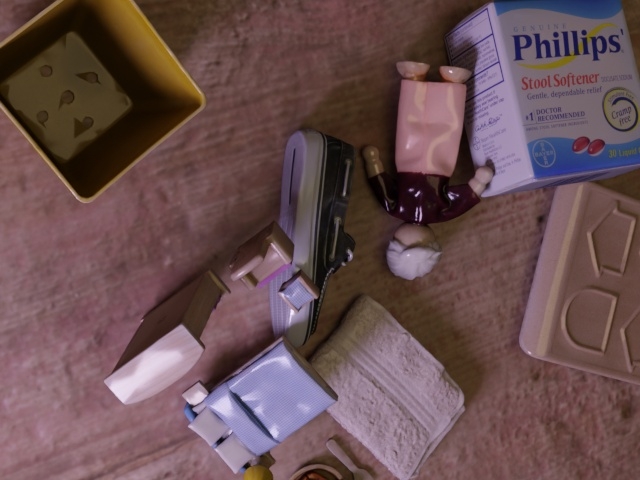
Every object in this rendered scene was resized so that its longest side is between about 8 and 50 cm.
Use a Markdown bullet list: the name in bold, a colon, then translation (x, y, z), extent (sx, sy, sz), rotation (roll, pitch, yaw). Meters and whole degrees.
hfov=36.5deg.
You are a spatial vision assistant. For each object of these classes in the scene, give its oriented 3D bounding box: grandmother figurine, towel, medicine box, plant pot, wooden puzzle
- **grandmother figurine**: translation (0.169, -0.105, 1.548), extent (0.207, 0.104, 0.343), rotation (10, 96, 17)
- **towel**: translation (0.106, 0.244, 1.571), extent (0.282, 0.049, 0.187), rotation (45, 74, -20)
- **medicine box**: translation (0.376, -0.237, 1.585), extent (0.263, 0.149, 0.290), rotation (-10, 85, -25)
- **plant pot**: translation (-0.314, -0.196, 1.270), extent (0.212, 0.187, 0.212), rotation (-43, 109, -16)
- **wooden puzzle**: translation (0.531, 0.083, 1.750), extent (0.347, 0.080, 0.322), rotation (16, 86, -21)

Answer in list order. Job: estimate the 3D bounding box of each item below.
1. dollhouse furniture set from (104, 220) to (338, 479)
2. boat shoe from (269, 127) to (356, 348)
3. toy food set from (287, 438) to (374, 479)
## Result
- **dollhouse furniture set**: translation (-0.087, 0.195, 1.328), extent (0.286, 0.198, 0.303), rotation (-36, 104, 15)
- **boat shoe**: translation (0.000, 0.000, 1.465), extent (0.119, 0.121, 0.335), rotation (8, 88, -21)
- **toy food set**: translation (-0.004, 0.419, 1.535), extent (0.192, 0.038, 0.132), rotation (-46, 110, -16)
